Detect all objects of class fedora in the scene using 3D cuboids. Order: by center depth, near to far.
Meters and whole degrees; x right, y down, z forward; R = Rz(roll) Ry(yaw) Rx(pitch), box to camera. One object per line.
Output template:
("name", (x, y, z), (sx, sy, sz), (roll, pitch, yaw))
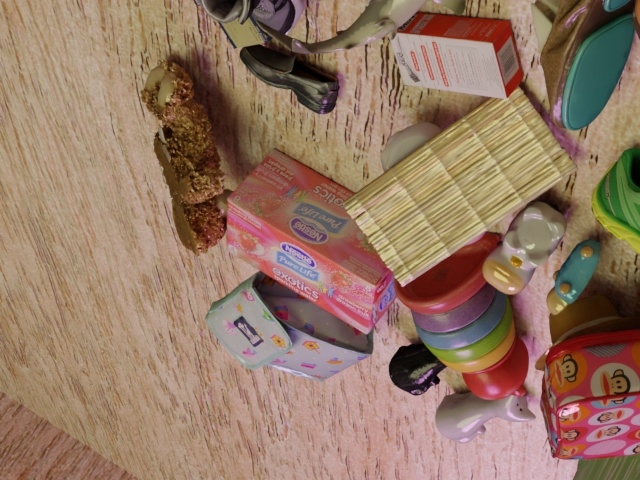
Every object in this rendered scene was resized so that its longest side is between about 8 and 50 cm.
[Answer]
("fedora", (0.395, 0.132, 1.842), (0.194, 0.194, 0.079), (119, 138, -59))

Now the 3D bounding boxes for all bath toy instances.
("bath toy", (0.237, -0.039, 1.797), (0.348, 0.129, 0.151), (37, 105, 2))

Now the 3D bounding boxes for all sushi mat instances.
("sushi mat", (0.188, -0.074, 1.717), (0.316, 0.019, 0.151), (-36, 96, 25))

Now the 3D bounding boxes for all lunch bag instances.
("lunch bag", (0.454, 0.226, 1.788), (0.258, 0.120, 0.293), (-7, 152, 3))
("lunch bag", (-0.056, 0.146, 2.235), (0.262, 0.160, 0.223), (18, 154, -21))

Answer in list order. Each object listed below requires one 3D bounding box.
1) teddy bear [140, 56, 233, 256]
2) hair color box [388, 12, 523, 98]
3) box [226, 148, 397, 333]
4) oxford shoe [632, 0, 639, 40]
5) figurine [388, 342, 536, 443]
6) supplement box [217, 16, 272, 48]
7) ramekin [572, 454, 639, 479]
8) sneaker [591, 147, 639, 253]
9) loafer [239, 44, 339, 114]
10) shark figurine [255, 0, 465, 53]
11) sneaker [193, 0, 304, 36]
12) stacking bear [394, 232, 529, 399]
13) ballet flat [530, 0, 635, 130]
("teddy bear", (-0.213, -0.148, 2.096), (0.245, 0.113, 0.338), (-4, 104, 71))
("hair color box", (0.179, -0.249, 1.648), (0.167, 0.053, 0.093), (13, 141, 36))
("box", (0.000, 0.000, 2.076), (0.300, 0.142, 0.154), (31, 147, 16))
("oxford shoe", (0.455, -0.139, 1.418), (0.364, 0.130, 0.132), (49, 154, -14))
("figurine", (0.258, 0.259, 2.189), (0.215, 0.092, 0.209), (47, 145, -13))
("supplement box", (-0.108, -0.339, 1.842), (0.083, 0.056, 0.083), (-1, 130, 48))
("ramekin", (0.548, 0.489, 2.097), (0.303, 0.148, 0.303), (28, 147, 20))
("sneaker", (0.461, -0.019, 1.529), (0.295, 0.109, 0.123), (39, 126, 36))
("loafer", (-0.044, -0.261, 1.880), (0.170, 0.062, 0.061), (29, 136, 5))
("shark figurine", (0.069, -0.319, 1.607), (0.166, 0.278, 0.116), (33, -154, -50))
("sneaker", (-0.100, -0.335, 1.667), (0.101, 0.153, 0.268), (24, 155, 16))
("stacking bear", (0.246, 0.141, 1.986), (0.175, 0.164, 0.289), (7, 140, 43))
("ballet flat", (0.305, -0.281, 1.430), (0.124, 0.116, 0.342), (48, 155, 28))
